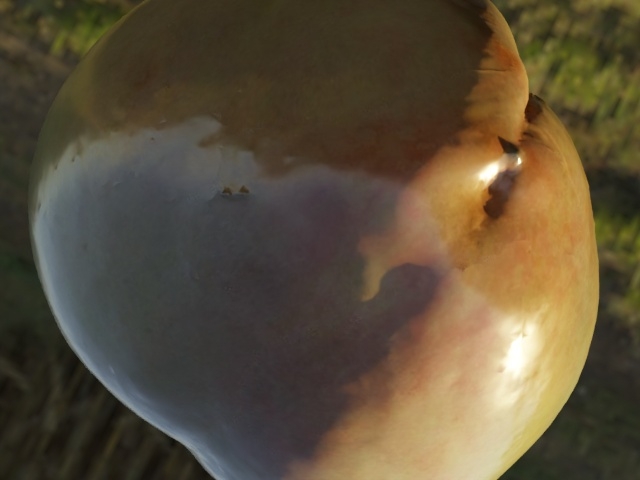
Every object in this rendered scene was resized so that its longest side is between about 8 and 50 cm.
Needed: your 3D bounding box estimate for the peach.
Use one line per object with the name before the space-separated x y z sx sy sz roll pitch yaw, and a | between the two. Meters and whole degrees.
peach | 0.001 0.001 0.951 0.292 0.247 0.292 43 150 31
